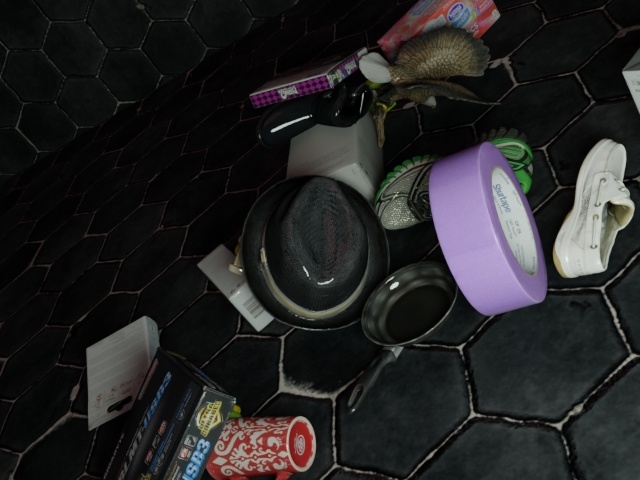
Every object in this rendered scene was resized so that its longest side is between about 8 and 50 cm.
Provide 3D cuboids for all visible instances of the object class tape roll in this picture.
[{"bbox_3d":[0.278,-0.019,1.280,0.090,0.274,0.274,-20,34,27],"label":"tape roll"}]

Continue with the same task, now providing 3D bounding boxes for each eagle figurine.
[{"bbox_3d":[0.258,-0.380,1.871,0.298,0.226,0.225,-19,4,27],"label":"eagle figurine"}]

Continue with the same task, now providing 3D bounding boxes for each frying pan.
[{"bbox_3d":[0.157,0.163,1.382,0.197,0.053,0.326,-20,36,27],"label":"frying pan"}]

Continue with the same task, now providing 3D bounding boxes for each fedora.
[{"bbox_3d":[0.000,0.000,1.503,0.334,0.334,0.152,-52,-6,-23],"label":"fedora"}]

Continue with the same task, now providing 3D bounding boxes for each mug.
[{"bbox_3d":[-0.097,0.371,1.342,0.169,0.150,0.113,-13,2,29],"label":"mug"}]

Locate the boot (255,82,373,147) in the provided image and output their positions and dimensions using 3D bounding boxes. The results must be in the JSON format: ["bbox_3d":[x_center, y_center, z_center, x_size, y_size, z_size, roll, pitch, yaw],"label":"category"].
[{"bbox_3d":[-0.015,-0.296,1.835,0.246,0.094,0.207,-37,27,-17],"label":"boot"}]

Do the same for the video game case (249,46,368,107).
[{"bbox_3d":[-0.025,-0.395,1.888,0.232,0.041,0.210,-8,25,35],"label":"video game case"}]

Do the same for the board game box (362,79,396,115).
[{"bbox_3d":[0.105,-0.345,2.084,0.181,0.092,0.043,-41,30,-6],"label":"board game box"}]

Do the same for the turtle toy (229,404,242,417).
[{"bbox_3d":[-0.199,0.338,1.487,0.130,0.095,0.066,-13,60,37],"label":"turtle toy"}]

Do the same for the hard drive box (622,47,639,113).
[{"bbox_3d":[0.611,-0.206,1.230,0.089,0.232,0.181,-49,33,-19],"label":"hard drive box"}]

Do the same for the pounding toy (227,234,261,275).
[{"bbox_3d":[-0.105,-0.011,1.688,0.154,0.154,0.269,-69,-15,12],"label":"pounding toy"}]

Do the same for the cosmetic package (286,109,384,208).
[{"bbox_3d":[0.038,-0.193,1.886,0.197,0.155,0.365,-24,32,21],"label":"cosmetic package"}]

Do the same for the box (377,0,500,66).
[{"bbox_3d":[0.320,-0.575,2.113,0.300,0.154,0.142,-47,32,-14],"label":"box"}]

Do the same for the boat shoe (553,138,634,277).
[{"bbox_3d":[0.479,-0.055,1.304,0.096,0.098,0.277,0,56,45],"label":"boat shoe"}]

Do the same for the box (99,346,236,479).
[{"bbox_3d":[-0.285,0.364,1.392,0.293,0.073,0.295,16,80,62],"label":"box"}]

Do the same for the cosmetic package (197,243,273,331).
[{"bbox_3d":[-0.182,0.102,1.755,0.085,0.117,0.231,-41,32,-7],"label":"cosmetic package"}]

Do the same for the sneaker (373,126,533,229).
[{"bbox_3d":[0.257,-0.103,1.559,0.344,0.134,0.146,-24,38,25],"label":"sneaker"}]

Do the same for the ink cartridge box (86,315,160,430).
[{"bbox_3d":[-0.464,0.317,1.841,0.189,0.066,0.232,-29,52,14],"label":"ink cartridge box"}]
